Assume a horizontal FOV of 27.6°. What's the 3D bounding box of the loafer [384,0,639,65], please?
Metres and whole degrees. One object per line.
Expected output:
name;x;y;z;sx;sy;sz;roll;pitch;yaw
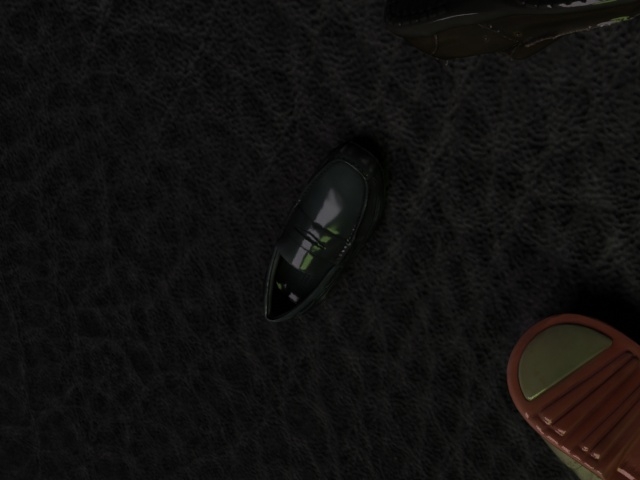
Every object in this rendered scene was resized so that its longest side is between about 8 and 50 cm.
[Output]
loafer;0.156;-0.179;0.968;0.220;0.080;0.078;-1;153;38

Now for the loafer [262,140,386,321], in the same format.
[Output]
loafer;0.000;0.000;1.217;0.076;0.078;0.223;36;137;10

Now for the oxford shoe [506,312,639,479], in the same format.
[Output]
oxford shoe;0.323;0.216;1.088;0.397;0.140;0.146;47;177;16
